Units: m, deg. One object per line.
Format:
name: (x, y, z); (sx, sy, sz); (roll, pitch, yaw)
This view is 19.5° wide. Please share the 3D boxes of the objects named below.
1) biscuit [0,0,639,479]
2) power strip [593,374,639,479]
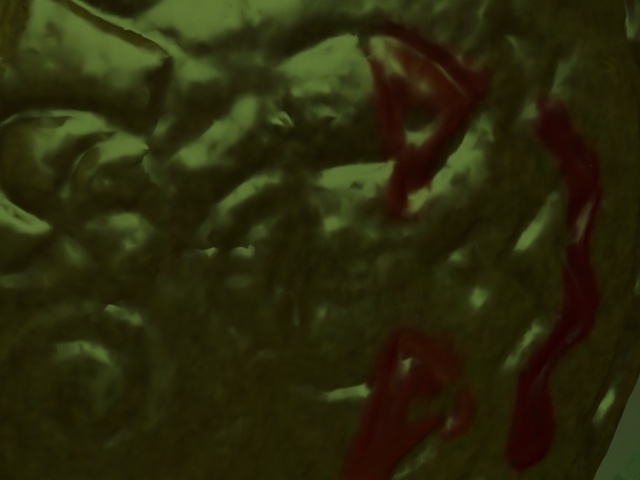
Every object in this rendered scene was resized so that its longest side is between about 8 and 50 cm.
biscuit: (0.001, 0.000, 0.571); (0.257, 0.049, 0.273); (-7, 105, -25)
power strip: (0.038, 0.003, 0.639); (0.109, 0.037, 0.279); (-49, 119, -7)
